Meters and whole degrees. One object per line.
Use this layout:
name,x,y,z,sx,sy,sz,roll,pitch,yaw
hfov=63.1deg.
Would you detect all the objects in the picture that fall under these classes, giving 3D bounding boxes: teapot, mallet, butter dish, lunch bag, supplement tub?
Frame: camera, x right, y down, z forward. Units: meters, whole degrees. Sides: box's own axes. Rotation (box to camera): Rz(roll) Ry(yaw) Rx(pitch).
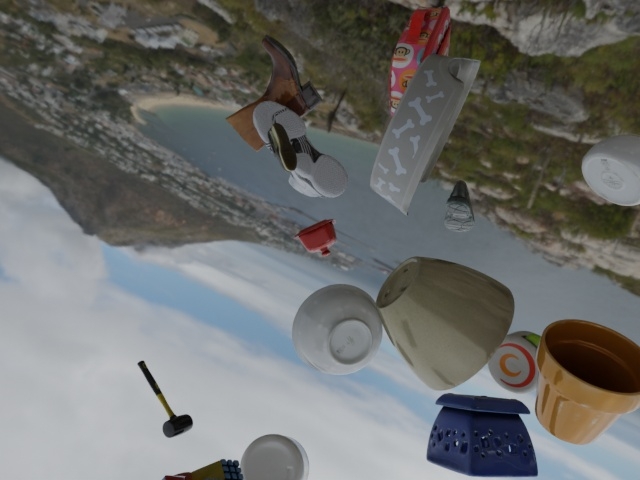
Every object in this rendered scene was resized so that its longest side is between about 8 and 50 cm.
teapot,0.988,-0.249,1.674,0.256,0.187,0.252,43,168,20
mallet,-0.353,0.344,1.134,0.189,0.039,0.062,48,-160,13
butter dish,0.000,0.000,1.869,0.160,0.160,0.118,25,-139,-84
lunch bag,0.259,-0.474,1.358,0.120,0.293,0.258,13,142,17
supplement tub,-0.160,0.838,1.923,0.228,0.228,0.316,25,161,13

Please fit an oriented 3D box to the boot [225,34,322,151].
boot,-0.178,-0.455,1.625,0.264,0.280,0.096,50,-163,-26

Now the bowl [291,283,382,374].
bowl,0.071,0.289,1.589,0.298,0.298,0.134,27,180,-17

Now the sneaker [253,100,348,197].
sneaker,-0.080,-0.266,1.648,0.366,0.137,0.210,45,167,-6

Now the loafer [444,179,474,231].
loafer,0.445,-0.103,1.651,0.096,0.084,0.267,9,165,16

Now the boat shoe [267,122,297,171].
boat shoe,-0.107,-0.249,1.436,0.056,0.152,0.049,3,152,-42

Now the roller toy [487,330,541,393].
roller toy,0.667,0.401,1.735,0.209,0.191,0.146,-10,175,43

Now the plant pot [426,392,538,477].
plant pot,0.474,0.571,1.551,0.236,0.212,0.236,10,166,-18

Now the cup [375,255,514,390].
cup,0.285,0.175,1.334,0.237,0.331,0.331,39,173,-11

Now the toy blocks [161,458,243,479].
toy blocks,-0.264,0.591,1.140,0.381,0.261,0.191,25,-160,-37

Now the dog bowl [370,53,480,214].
dog bowl,0.214,-0.229,1.107,0.102,0.348,0.349,26,176,10

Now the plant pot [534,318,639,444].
plant pot,0.520,0.294,1.039,0.205,0.188,0.205,4,-149,-3
